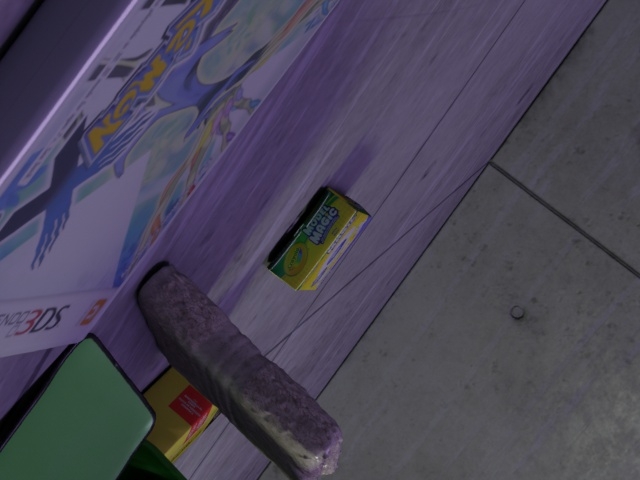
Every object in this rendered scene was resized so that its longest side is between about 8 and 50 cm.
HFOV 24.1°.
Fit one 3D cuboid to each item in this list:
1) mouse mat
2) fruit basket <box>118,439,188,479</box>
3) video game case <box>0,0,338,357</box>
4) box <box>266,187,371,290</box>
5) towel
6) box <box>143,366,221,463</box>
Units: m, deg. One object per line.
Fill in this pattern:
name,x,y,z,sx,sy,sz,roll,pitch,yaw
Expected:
mouse mat,-0.191,0.169,1.055,0.189,0.007,0.152,-56,151,-20
fruit basket,-0.182,0.366,1.150,0.392,0.283,0.392,-44,169,-11
video game case,-0.080,-0.075,0.735,0.329,0.036,0.300,-53,173,6
box,0.000,0.000,1.547,0.105,0.043,0.179,-53,171,4
towel,-0.058,0.117,1.196,0.049,0.187,0.282,-46,172,-11
box,-0.149,0.175,1.408,0.232,0.058,0.087,-43,169,-48
